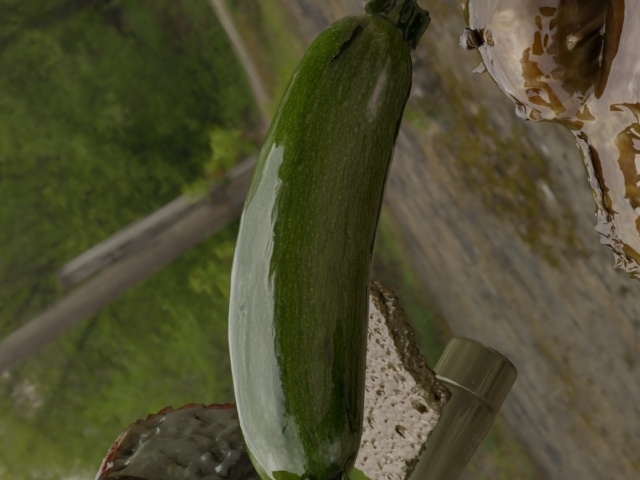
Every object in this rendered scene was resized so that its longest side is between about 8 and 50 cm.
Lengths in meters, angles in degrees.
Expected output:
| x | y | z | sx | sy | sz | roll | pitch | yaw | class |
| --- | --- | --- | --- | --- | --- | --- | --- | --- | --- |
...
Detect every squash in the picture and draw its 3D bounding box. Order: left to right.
| x | y | z | sx | sy | sz | roll | pitch | yaw | class |
| --- | --- | --- | --- | --- | --- | --- | --- | --- | --- |
| -0.002 | -0.002 | 0.671 | 0.080 | 0.071 | 0.319 | 30 | -121 | -37 | squash |

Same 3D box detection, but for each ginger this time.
| x | y | z | sx | sy | sz | roll | pitch | yaw | class |
| --- | --- | --- | --- | --- | --- | --- | --- | --- | --- |
| 0.254 | -0.121 | 1.125 | 0.254 | 0.176 | 0.418 | -3 | 121 | 38 | ginger |

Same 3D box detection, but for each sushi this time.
| x | y | z | sx | sy | sz | roll | pitch | yaw | class |
| --- | --- | --- | --- | --- | --- | --- | --- | --- | --- |
| -0.111 | 0.219 | 0.908 | 0.130 | 0.332 | 0.124 | 14 | 125 | 17 | sushi |

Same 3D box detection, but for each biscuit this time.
| x | y | z | sx | sy | sz | roll | pitch | yaw | class |
| --- | --- | --- | --- | --- | --- | --- | --- | --- | --- |
| 0.042 | 0.117 | 1.104 | 0.131 | 0.026 | 0.237 | 30 | 141 | 10 | biscuit |

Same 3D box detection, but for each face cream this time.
| x | y | z | sx | sy | sz | roll | pitch | yaw | class |
| --- | --- | --- | --- | --- | --- | --- | --- | --- | --- |
| 0.092 | 0.262 | 1.381 | 0.084 | 0.341 | 0.137 | 33 | 164 | -6 | face cream |
